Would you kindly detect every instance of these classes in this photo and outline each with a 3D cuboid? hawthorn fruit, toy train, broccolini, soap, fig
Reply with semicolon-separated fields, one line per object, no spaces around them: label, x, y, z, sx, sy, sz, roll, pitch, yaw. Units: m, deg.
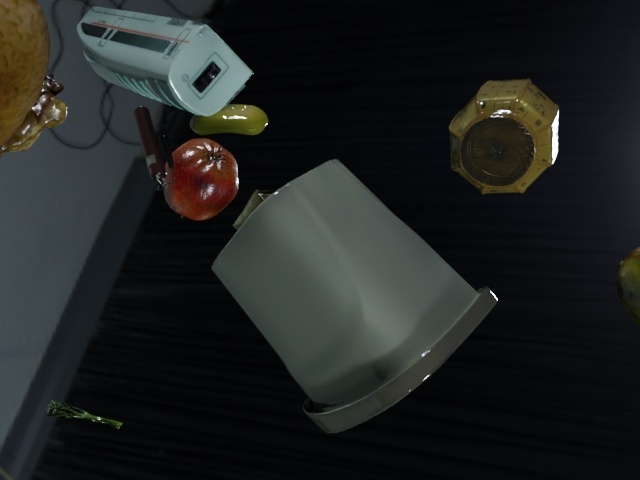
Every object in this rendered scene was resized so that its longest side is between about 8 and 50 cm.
hawthorn fruit;-0.283;-0.128;1.772;0.179;0.179;0.200;-47;171;-51
toy train;-0.235;-0.237;0.989;0.086;0.407;0.088;41;82;-38
broccolini;-0.437;0.327;1.415;0.140;0.035;0.030;21;46;-21
soap;-0.164;-0.217;1.378;0.089;0.140;0.045;-84;173;-57
fig;0.497;0.054;1.136;0.148;0.186;0.142;-40;121;-8

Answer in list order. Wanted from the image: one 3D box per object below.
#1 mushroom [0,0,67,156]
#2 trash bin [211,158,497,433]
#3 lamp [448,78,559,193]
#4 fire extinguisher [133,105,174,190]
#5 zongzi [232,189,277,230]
mushroom;-0.360;-0.148;0.664;0.283;0.195;0.263;7;128;-45
trash bin;0.027;0.057;0.891;0.250;0.219;0.220;48;40;6
lamp;0.271;-0.155;1.127;0.185;0.161;0.161;-49;134;-58
fire extinguisher;-0.286;-0.157;1.340;0.049;0.035;0.173;-4;66;-36
zongzi;0.000;0.000;1.328;0.221;0.242;0.112;-21;146;-59
